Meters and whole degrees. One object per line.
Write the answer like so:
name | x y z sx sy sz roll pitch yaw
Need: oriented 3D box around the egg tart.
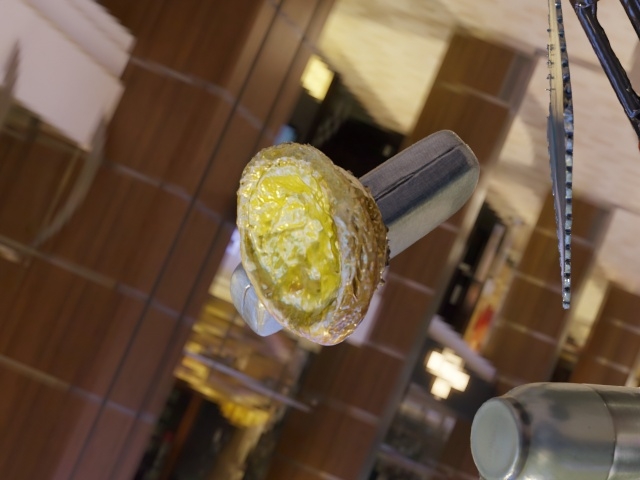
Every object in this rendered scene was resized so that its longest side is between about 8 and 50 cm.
egg tart | 0.000 0.000 1.256 0.074 0.191 0.191 -10 -168 -33

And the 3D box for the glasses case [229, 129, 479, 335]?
glasses case | 0.042 -0.009 1.676 0.074 0.323 0.131 51 164 19

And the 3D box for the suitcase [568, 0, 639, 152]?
suitcase | 0.297 -0.183 1.079 0.285 0.206 0.066 59 -173 -18

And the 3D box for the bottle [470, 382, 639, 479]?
bottle | 0.220 0.147 0.994 0.254 0.096 0.079 7 -164 -29

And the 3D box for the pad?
pad | 0.231 -0.114 1.403 0.012 0.269 0.269 -3 139 7
